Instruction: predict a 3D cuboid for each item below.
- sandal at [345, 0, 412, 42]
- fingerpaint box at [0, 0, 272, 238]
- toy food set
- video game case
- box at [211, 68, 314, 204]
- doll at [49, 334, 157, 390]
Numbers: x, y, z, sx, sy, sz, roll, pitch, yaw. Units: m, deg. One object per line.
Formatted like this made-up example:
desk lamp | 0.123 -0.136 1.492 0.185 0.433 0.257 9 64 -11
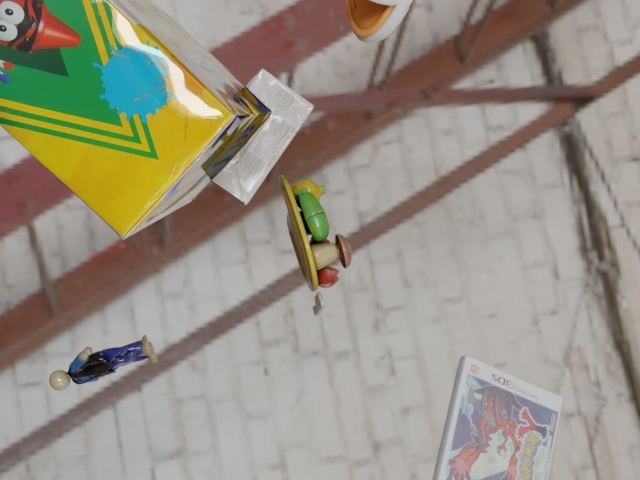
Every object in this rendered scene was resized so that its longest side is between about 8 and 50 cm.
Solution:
sandal | 0.051 -0.291 1.041 0.102 0.076 0.265 57 -43 42
fingerpaint box | -0.250 -0.198 1.322 0.371 0.163 0.445 43 6 -3
toy food set | 0.000 0.000 1.844 0.128 0.071 0.217 100 -26 -72
video game case | 0.262 0.292 1.859 0.023 0.183 0.201 -27 -137 59
box | -0.102 -0.147 1.806 0.169 0.087 0.290 -56 -172 -1
doll | -0.391 0.218 2.245 0.129 0.189 0.046 72 -1 -64
